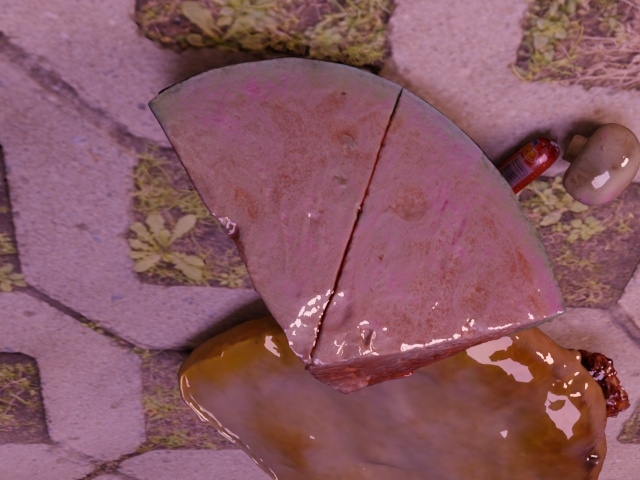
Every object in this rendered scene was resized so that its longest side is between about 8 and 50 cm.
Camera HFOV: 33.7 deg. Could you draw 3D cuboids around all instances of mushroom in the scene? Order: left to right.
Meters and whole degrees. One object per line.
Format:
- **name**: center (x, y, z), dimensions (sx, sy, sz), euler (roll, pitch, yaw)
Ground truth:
- **mushroom**: center (0.262, -0.073, 0.994), dimensions (0.067, 0.083, 0.083), euler (35, 142, 17)

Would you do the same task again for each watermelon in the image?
- **watermelon**: center (0.003, 0.004, 0.943), dimensions (0.319, 0.292, 0.222), euler (-20, 170, -35)

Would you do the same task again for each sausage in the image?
- **sausage**: center (0.183, -0.060, 1.024), dimensions (0.034, 0.034, 0.129), euler (22, 132, -32)

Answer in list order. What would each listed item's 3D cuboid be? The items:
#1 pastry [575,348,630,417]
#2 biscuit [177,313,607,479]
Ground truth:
- **pastry**: center (0.266, 0.191, 1.296), dimensions (0.208, 0.097, 0.115), euler (-18, 160, 14)
- **biscuit**: center (0.096, 0.200, 1.200), dimensions (0.446, 0.104, 0.429), euler (-28, 119, 35)
